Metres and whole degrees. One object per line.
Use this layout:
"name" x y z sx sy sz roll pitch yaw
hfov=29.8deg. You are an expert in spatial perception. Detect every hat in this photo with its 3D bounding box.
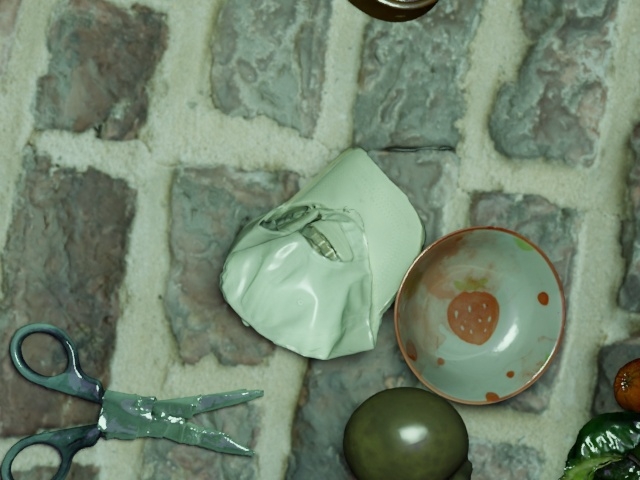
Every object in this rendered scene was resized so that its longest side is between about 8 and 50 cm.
"hat" 0.002 0.003 1.757 0.258 0.168 0.301 49 62 -24

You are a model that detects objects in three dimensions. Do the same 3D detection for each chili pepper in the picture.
"chili pepper" 0.413 0.368 1.786 0.148 0.116 0.265 24 90 6

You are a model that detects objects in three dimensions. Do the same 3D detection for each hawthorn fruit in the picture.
"hawthorn fruit" 0.488 0.221 1.803 0.093 0.093 0.093 0 90 -3

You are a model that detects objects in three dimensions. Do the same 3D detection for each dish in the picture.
"dish" 0.225 0.105 1.772 0.260 0.085 0.260 -1 95 -11

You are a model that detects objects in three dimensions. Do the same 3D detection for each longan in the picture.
"longan" 0.134 0.302 1.734 0.204 0.159 0.185 38 131 -13

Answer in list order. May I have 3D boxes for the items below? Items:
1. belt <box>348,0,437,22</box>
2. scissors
"belt" 0.076 -0.488 1.765 0.217 0.122 0.339 -28 93 -5
"scissors" -0.277 0.255 1.780 0.383 0.029 0.256 2 89 -1
